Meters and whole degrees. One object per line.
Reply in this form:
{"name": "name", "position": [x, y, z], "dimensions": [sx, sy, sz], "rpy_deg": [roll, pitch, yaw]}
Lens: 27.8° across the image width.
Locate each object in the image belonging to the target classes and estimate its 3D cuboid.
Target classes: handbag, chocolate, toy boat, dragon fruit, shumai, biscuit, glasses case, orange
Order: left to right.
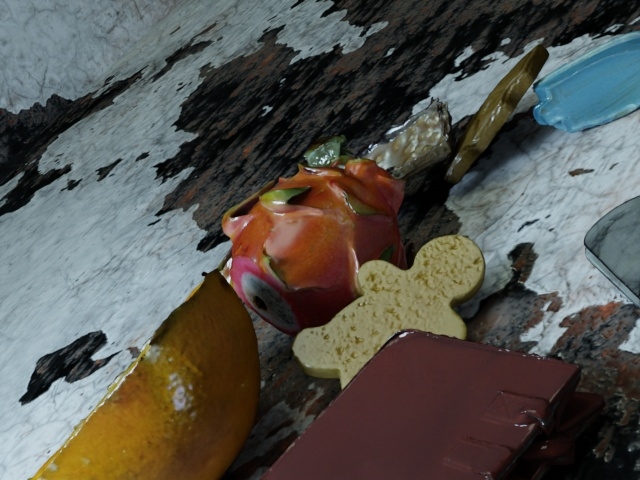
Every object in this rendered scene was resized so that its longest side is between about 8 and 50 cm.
{"name": "orange", "position": [-0.195, 0.175, 1.446], "dimensions": [0.274, 0.274, 0.310], "rpy_deg": [10, 91, 59]}
{"name": "dragon fruit", "position": [-0.003, 0.005, 1.584], "dimensions": [0.224, 0.224, 0.227], "rpy_deg": [-6, 31, 48]}
{"name": "shumai", "position": [0.017, -0.108, 1.944], "dimensions": [0.099, 0.087, 0.124], "rpy_deg": [-26, 25, 14]}
{"name": "chocolate", "position": [0.061, -0.079, 1.804], "dimensions": [0.329, 0.065, 0.102], "rpy_deg": [-33, 29, 31]}
{"name": "biscuit", "position": [0.091, 0.086, 1.442], "dimensions": [0.240, 0.035, 0.158], "rpy_deg": [-40, 59, -14]}
{"name": "handbag", "position": [0.094, 0.201, 1.218], "dimensions": [0.260, 0.084, 0.275], "rpy_deg": [-44, 25, -26]}
{"name": "biscuit", "position": [0.226, -0.165, 1.751], "dimensions": [0.215, 0.034, 0.182], "rpy_deg": [-55, 1, -19]}
{"name": "toy boat", "position": [0.378, -0.219, 1.688], "dimensions": [0.215, 0.088, 0.102], "rpy_deg": [-25, 20, 22]}
{"name": "glasses case", "position": [0.354, 0.036, 1.235], "dimensions": [0.114, 0.060, 0.299], "rpy_deg": [-33, 22, 1]}
